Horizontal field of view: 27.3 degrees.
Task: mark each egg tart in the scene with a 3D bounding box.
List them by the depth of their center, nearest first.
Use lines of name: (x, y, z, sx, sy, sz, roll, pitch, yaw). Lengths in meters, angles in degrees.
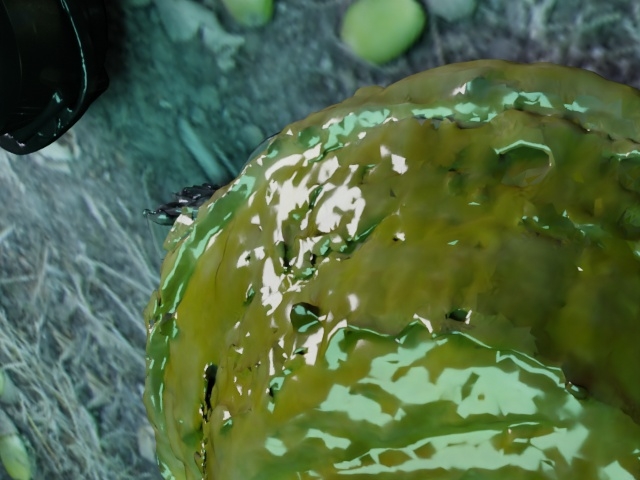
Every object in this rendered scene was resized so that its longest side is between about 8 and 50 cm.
egg tart: (0.065, 0.092, 0.538, 0.341, 0.132, 0.341, 9, 117, 18)

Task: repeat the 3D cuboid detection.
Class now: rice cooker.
rice cooker: (-0.178, -0.122, 0.657, 0.112, 0.106, 0.165, -32, 82, 40)

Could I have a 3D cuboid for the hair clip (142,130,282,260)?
hair clip: (0.000, 0.000, 0.623, 0.172, 0.049, 0.116, 6, 124, 28)
